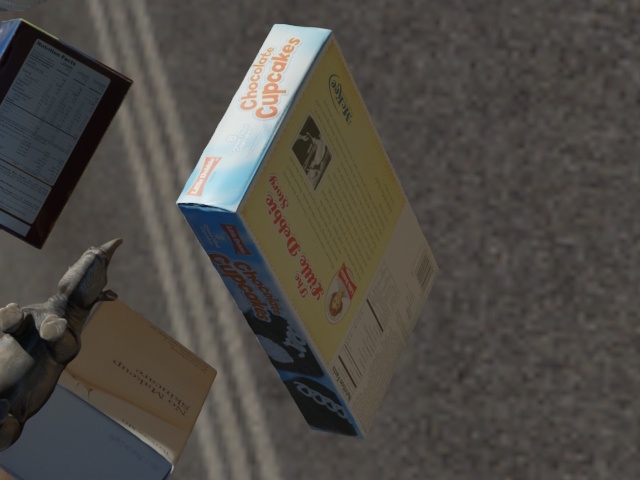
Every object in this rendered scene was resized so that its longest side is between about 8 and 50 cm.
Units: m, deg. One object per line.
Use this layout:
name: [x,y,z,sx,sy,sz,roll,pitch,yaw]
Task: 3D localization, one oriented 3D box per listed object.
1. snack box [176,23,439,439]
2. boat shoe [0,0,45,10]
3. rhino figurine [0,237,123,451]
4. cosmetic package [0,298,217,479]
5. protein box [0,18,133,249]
snack box: [0.000,0.000,1.543,0.187,0.060,0.322,-64,-33,-29]
boat shoe: [-0.270,-0.251,1.603,0.302,0.094,0.109,-14,-72,-68]
rhino figurine: [-0.256,0.091,1.700,0.243,0.073,0.106,-54,-11,-16]
cosmetic package: [-0.218,0.179,1.955,0.113,0.160,0.309,-53,5,13]
protein box: [-0.321,-0.117,2.001,0.201,0.136,0.200,-61,16,-3]
